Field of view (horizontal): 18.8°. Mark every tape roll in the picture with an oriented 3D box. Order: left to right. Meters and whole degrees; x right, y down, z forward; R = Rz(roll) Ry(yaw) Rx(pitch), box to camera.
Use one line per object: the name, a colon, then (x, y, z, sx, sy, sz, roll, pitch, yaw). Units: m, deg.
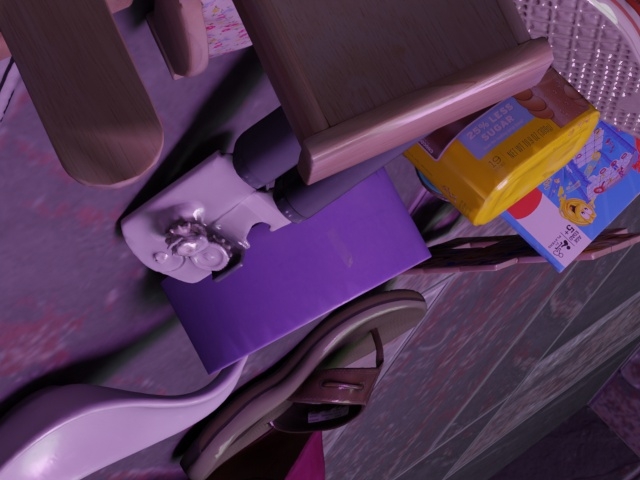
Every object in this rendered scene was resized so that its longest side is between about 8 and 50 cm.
tape roll: (-0.018, 0.022, 1.430, 0.189, 0.080, 0.189, -28, 179, -1)

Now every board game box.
board game box: (0.282, -0.123, 1.754, 0.302, 0.086, 0.308, -46, -178, 7)

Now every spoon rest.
spoon rest: (-0.152, 0.128, 1.475, 0.276, 0.084, 0.137, -37, 163, -29)

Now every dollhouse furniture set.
dollhouse furniture set: (-0.015, -0.087, 0.987, 0.303, 0.174, 0.355, -23, 170, -9)

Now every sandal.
sandal: (-0.006, 0.157, 1.925, 0.303, 0.086, 0.120, -38, 164, -21)

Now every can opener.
can opener: (-0.021, -0.060, 1.261, 0.280, 0.074, 0.093, -32, -147, 32)

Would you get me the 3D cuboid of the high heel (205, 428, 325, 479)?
high heel: (-0.107, 0.245, 1.957, 0.377, 0.127, 0.181, 24, 83, -70)

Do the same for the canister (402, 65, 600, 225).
canister: (0.089, -0.104, 1.302, 0.126, 0.170, 0.073, -36, 163, -30)

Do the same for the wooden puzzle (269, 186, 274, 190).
wooden puzzle: (-0.027, -0.034, 1.430, 0.083, 0.006, 0.049, -14, -168, 12)

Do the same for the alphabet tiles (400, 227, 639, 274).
alphabet tiles: (0.183, 0.010, 1.862, 0.237, 0.009, 0.198, -4, -173, 35)

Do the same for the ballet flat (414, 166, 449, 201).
ballet flat: (0.199, -0.157, 1.590, 0.316, 0.107, 0.106, -49, 172, 23)

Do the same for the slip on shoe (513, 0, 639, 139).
slip on shoe: (0.212, -0.163, 1.441, 0.123, 0.101, 0.331, -13, 154, 42)
